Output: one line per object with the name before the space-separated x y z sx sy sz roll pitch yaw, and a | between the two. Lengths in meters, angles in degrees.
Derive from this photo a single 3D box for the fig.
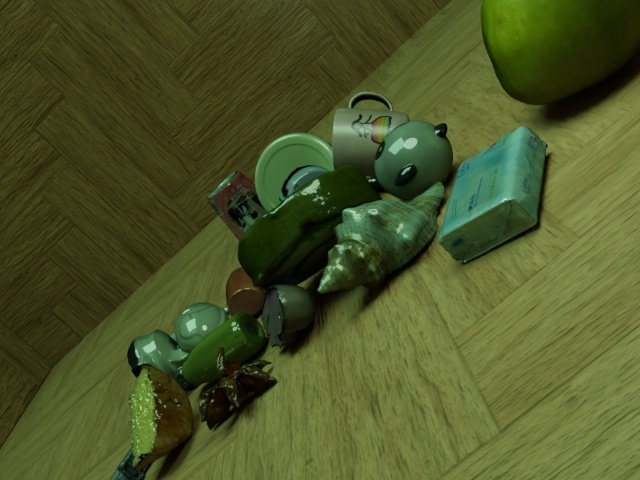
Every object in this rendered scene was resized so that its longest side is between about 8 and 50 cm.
fig | 0.476 -0.461 1.390 0.343 0.343 0.343 -40 16 14

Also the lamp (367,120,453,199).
lamp | 0.213 -0.187 1.656 0.197 0.198 0.244 -49 8 -16

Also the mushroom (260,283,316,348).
mushroom | -0.069 0.164 1.564 0.117 0.141 0.188 -16 -4 -16

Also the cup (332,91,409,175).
cup | 0.149 -0.302 1.920 0.191 0.200 0.252 67 -154 -67

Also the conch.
conch | 0.134 -0.020 1.451 0.386 0.169 0.203 -50 42 -12

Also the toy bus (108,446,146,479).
toy bus | -0.445 0.528 1.666 0.075 0.064 0.190 -36 17 47

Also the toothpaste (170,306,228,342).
toothpaste | -0.402 0.288 2.217 0.297 0.048 0.074 -29 18 33

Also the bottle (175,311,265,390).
bottle | -0.260 0.290 1.722 0.260 0.112 0.112 -38 17 22

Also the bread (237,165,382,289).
bread | -0.017 -0.026 1.651 0.382 0.129 0.366 -24 -19 -35

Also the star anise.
star anise | -0.199 0.326 1.510 0.196 0.111 0.212 -57 25 -17

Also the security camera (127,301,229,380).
security camera | -0.371 0.287 1.885 0.277 0.197 0.191 -36 25 4

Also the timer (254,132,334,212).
timer | -0.022 -0.200 2.194 0.291 0.290 0.315 -39 -4 19

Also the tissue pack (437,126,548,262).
tissue pack | 0.325 -0.093 1.286 0.177 0.089 0.263 -34 18 40

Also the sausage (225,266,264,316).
sausage | -0.223 0.147 2.007 0.113 0.113 0.259 -43 16 3

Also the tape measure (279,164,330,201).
tape measure | -0.024 -0.122 1.952 0.182 0.181 0.107 -31 28 -12

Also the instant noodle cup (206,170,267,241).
instant noodle cup | -0.284 -0.122 2.585 0.244 0.255 0.244 -39 14 12

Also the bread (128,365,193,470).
bread | -0.372 0.422 1.619 0.129 0.134 0.260 -52 33 28
